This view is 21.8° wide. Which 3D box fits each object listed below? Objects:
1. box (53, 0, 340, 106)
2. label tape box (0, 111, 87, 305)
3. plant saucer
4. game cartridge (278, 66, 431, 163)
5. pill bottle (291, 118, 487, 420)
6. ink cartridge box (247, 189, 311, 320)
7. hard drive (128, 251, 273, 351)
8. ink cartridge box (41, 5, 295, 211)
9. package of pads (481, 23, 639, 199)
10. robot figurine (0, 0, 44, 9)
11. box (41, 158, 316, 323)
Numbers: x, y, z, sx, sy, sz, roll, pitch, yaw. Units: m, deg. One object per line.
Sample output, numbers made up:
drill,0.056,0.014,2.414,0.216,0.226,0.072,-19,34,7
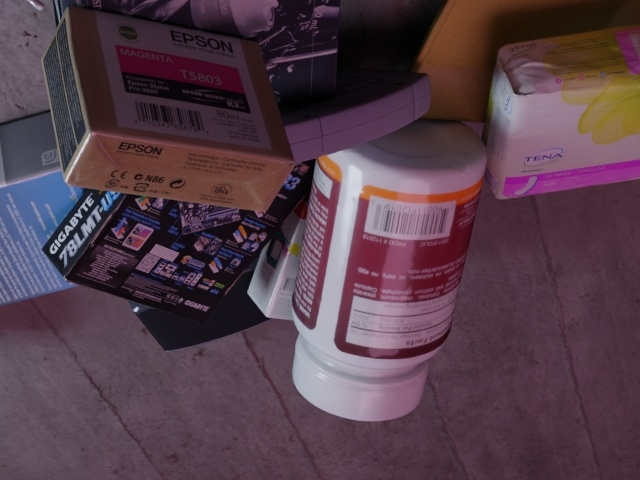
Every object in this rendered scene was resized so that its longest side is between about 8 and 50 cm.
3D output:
box,-0.145,-0.308,1.866,0.312,0.179,0.343,-11,145,-9
label tape box,-0.461,-0.019,2.196,0.347,0.115,0.249,-14,144,1
plant saucer,0.285,-0.288,2.140,0.333,0.081,0.333,2,141,-23
game cartridge,-0.009,-0.155,2.038,0.297,0.198,0.062,-23,118,-44
pill bottle,0.082,0.032,2.248,0.224,0.224,0.392,-1,120,-20
ink cartridge box,0.000,0.000,2.382,0.134,0.078,0.231,8,113,-30
hard drive,-0.150,0.083,2.495,0.254,0.054,0.172,-20,144,6
ink cartridge box,-0.163,-0.139,1.768,0.234,0.193,0.088,7,137,-28
package of pads,0.364,-0.172,2.172,0.296,0.101,0.229,-10,145,-9
robot figurine,-0.408,-0.359,1.652,0.200,0.300,0.353,-50,134,-19
box,-0.172,-0.045,2.193,0.293,0.073,0.295,-53,144,11
